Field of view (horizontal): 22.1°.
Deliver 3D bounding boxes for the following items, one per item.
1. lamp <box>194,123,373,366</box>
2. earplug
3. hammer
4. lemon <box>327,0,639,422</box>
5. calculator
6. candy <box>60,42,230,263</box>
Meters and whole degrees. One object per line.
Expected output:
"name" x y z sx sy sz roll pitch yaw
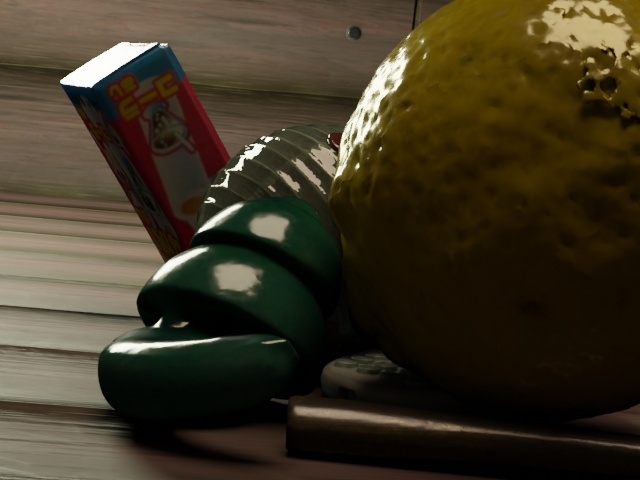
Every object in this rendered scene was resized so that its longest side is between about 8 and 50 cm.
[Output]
"lamp" 0.000 0.000 1.542 0.233 0.233 0.265 7 -35 11
"earplug" -0.071 0.056 1.295 0.164 0.280 0.257 22 -34 7
"hammer" 0.193 0.155 1.190 0.440 0.044 0.168 5 4 4
"lemon" 0.181 -0.027 1.292 0.350 0.387 0.350 42 19 -18
"calculator" 0.131 0.124 1.466 0.295 0.042 0.184 -3 10 -42
"candy" -0.152 -0.061 1.766 0.100 0.306 0.157 -34 18 -15
